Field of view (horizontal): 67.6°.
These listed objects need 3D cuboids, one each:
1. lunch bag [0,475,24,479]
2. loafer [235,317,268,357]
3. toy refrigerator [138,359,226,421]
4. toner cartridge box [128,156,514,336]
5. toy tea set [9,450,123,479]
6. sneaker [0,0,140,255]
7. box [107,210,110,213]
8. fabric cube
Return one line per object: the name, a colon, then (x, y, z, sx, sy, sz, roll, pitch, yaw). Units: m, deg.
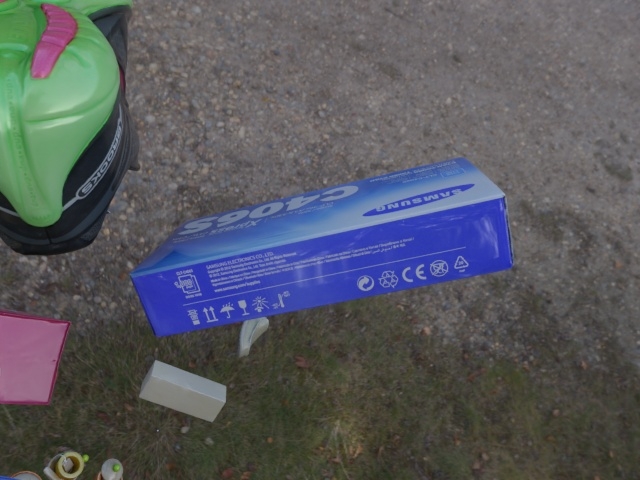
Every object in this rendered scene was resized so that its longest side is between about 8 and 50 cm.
lunch bag: (-0.590, 0.447, 0.716, 0.303, 0.243, 0.115, 12, 106, 3)
loafer: (-0.240, 0.314, 1.743, 0.092, 0.102, 0.268, 19, 41, -5)
toy refrigerator: (-0.470, 0.518, 1.649, 0.269, 0.094, 0.102, 27, 106, -19)
toner cartridge box: (0.000, 0.000, 0.506, 0.348, 0.165, 0.075, -12, 110, 8)
toy tea set: (-0.656, 0.640, 1.224, 0.200, 0.124, 0.336, 56, 24, 7)
sneaker: (-0.287, -0.157, 0.503, 0.185, 0.202, 0.483, -3, 35, -16)
box: (-0.643, -0.102, 1.222, 0.178, 0.109, 0.042, 41, 60, -34)
fabric cube: (-0.955, 0.340, 1.444, 0.254, 0.258, 0.259, 22, 72, -41)
